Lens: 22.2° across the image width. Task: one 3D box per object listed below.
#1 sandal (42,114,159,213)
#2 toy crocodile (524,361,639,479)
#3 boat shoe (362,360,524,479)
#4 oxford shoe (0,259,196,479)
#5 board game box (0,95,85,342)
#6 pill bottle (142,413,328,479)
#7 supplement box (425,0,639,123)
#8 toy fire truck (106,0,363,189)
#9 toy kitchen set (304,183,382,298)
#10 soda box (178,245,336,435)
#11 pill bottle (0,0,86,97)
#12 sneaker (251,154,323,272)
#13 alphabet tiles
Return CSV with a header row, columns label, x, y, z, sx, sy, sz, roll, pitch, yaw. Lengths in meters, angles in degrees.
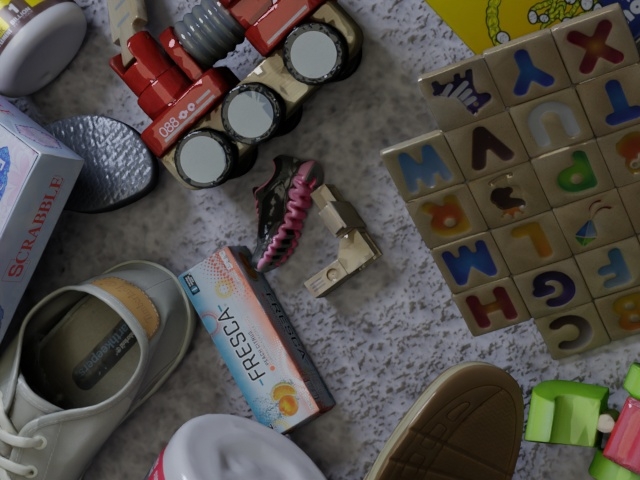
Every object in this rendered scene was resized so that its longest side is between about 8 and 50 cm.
label,x,y,z,sx,sy,sz,roll,pitch,yaw
sandal,-0.269,-0.068,1.630,0.254,0.054,0.097,-6,81,26
toy crocodile,0.343,0.199,1.415,0.340,0.105,0.115,24,97,15
boat shoe,0.072,0.251,1.482,0.121,0.110,0.341,23,102,-17
oxford shoe,-0.295,0.200,1.591,0.169,0.130,0.449,42,101,13
board game box,-0.408,-0.018,1.595,0.318,0.066,0.319,37,107,32
pill bottle,-0.132,0.327,1.505,0.176,0.176,0.318,40,115,13
supplement box,0.129,-0.305,1.365,0.195,0.194,0.356,-42,104,13
toy fire truck,-0.107,-0.200,1.541,0.217,0.158,0.246,-42,89,13
toy kitchen set,0.000,0.000,1.535,0.075,0.068,0.083,-37,80,13
soda box,-0.060,0.097,1.559,0.063,0.058,0.183,-32,81,15
pill bottle,-0.341,-0.249,1.610,0.215,0.117,0.117,43,101,12
sneaker,-0.044,-0.028,1.564,0.057,0.047,0.119,24,89,22
alphabet tiles,0.223,-0.037,1.381,0.285,0.011,0.342,-19,128,15
